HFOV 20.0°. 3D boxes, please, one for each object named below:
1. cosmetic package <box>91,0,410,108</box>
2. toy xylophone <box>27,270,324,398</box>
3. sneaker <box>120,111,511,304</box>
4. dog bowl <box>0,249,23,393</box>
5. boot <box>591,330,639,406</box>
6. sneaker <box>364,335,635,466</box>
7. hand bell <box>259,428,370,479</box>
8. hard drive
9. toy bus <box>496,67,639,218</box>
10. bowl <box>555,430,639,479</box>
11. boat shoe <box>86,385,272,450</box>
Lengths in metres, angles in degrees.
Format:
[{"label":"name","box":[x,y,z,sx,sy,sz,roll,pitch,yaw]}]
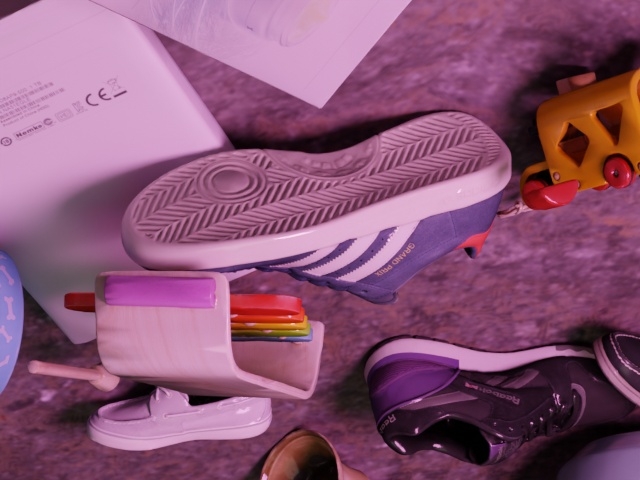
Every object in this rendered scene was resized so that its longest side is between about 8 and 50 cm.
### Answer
[{"label":"cosmetic package","box":[-0.033,-0.253,1.357,0.225,0.138,0.224,22,127,-28]},{"label":"toy xylophone","box":[-0.120,0.089,1.595,0.236,0.081,0.322,1,170,8]},{"label":"sneaker","box":[0.000,0.000,1.570,0.350,0.131,0.148,-10,134,-16]},{"label":"dog bowl","box":[-0.352,0.102,1.614,0.074,0.166,0.297,9,148,-33]},{"label":"boot","box":[0.400,0.099,1.789,0.236,0.085,0.178,21,127,-34]},{"label":"sneaker","box":[0.187,0.179,1.805,0.283,0.124,0.107,3,133,-11]},{"label":"hand bell","box":[0.063,0.282,1.924,0.242,0.126,0.126,18,130,-40]},{"label":"hard drive","box":[-0.205,-0.068,1.569,0.233,0.047,0.353,-23,131,13]},{"label":"toy bus","box":[0.238,-0.093,1.568,0.202,0.191,0.104,-15,90,5]},{"label":"bowl","box":[0.359,0.295,1.875,0.312,0.163,0.311,0,159,0]},{"label":"boat shoe","box":[-0.139,0.165,1.791,0.184,0.066,0.063,-1,119,-4]}]
